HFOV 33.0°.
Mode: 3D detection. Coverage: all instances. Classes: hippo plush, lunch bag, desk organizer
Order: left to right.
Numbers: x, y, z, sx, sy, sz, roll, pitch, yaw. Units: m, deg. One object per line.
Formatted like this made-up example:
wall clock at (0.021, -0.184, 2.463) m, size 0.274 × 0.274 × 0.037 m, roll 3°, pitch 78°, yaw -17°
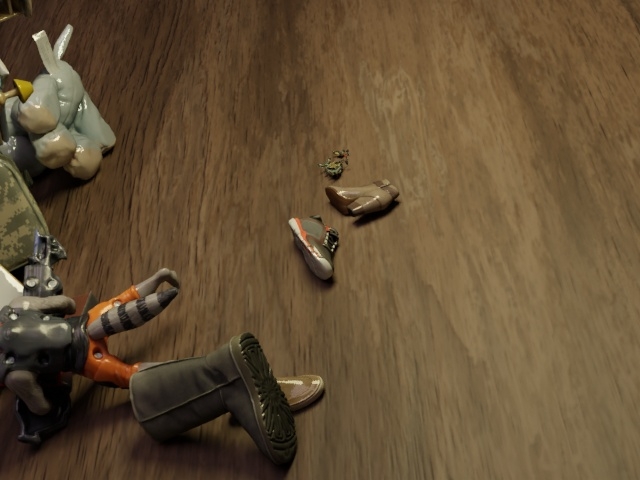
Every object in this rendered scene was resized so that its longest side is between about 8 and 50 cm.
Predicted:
lunch bag at (-0.663, -0.029, 1.967) m, size 0.305 × 0.212 × 0.256 m, roll -28°, pitch 17°, yaw -9°
hippo plush at (-0.579, -0.233, 2.126) m, size 0.236 × 0.294 × 0.234 m, roll -18°, pitch 11°, yaw 23°
desk organizer at (-0.391, 0.145, 1.713) m, size 0.050 × 0.047 × 0.130 m, roll -13°, pitch 37°, yaw 19°

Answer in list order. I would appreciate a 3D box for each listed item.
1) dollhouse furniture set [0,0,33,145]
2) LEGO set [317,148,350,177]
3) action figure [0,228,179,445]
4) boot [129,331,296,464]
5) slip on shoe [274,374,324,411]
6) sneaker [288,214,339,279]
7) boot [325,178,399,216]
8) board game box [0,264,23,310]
dollhouse furniture set at (-0.577, -0.314, 1.989) m, size 0.198 × 0.286 × 0.303 m, roll -27°, pitch 69°, yaw -20°
LEGO set at (0.027, -0.129, 1.848) m, size 0.054 × 0.023 × 0.083 m, roll 9°, pitch 34°, yaw 35°
action figure at (-0.368, 0.105, 1.576) m, size 0.330 × 0.178 × 0.341 m, roll -9°, pitch 65°, yaw -7°
boot at (-0.147, 0.230, 1.424) m, size 0.208 × 0.076 × 0.190 m, roll -27°, pitch 77°, yaw 25°
slip on shoe at (-0.063, 0.202, 1.455) m, size 0.135 × 0.041 × 0.051 m, roll -12°, pitch 37°, yaw 16°
sneaker at (0.000, 0.000, 1.666) m, size 0.065 × 0.061 × 0.158 m, roll -22°, pitch 36°, yaw -7°
boot at (0.070, -0.075, 1.741) m, size 0.087 × 0.042 × 0.118 m, roll -28°, pitch 36°, yaw -16°
board game box at (-0.618, 0.105, 1.720) m, size 0.316 × 0.064 × 0.242 m, roll 41°, pitch 63°, yaw 10°
